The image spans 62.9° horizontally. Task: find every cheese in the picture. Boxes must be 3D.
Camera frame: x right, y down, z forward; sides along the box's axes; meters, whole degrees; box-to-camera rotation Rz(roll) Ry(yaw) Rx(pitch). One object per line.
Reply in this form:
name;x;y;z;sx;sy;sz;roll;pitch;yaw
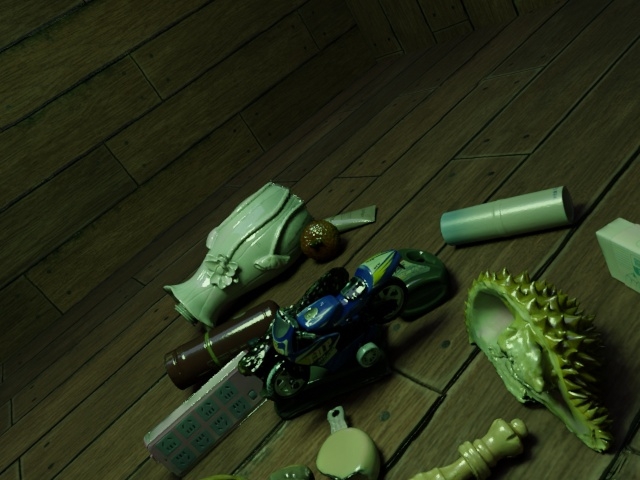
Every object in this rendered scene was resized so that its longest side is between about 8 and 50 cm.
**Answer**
cheese;0.033;0.326;0.814;0.092;0.048;0.171;-37;23;-13

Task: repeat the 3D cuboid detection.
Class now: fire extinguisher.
fire extinguisher;-0.186;0.231;1.226;0.341;0.105;0.141;-27;-8;-1

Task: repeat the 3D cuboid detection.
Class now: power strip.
power strip;-0.212;0.340;1.032;0.279;0.109;0.037;-40;25;-15

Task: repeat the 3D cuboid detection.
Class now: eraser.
eraser;0.479;0.049;0.710;0.052;0.096;0.225;-33;23;1

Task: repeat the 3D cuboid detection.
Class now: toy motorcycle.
toy motorcycle;0.023;0.139;0.889;0.315;0.169;0.113;-37;37;-11

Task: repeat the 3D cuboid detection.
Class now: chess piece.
chess piece;0.194;0.287;0.674;0.172;0.060;0.060;-33;23;-5

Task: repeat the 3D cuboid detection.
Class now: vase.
vase;-0.223;0.054;1.478;0.445;0.250;0.250;-47;26;-17

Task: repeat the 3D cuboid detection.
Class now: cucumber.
cucumber;-0.032;0.154;1.011;0.081;0.072;0.303;3;40;50

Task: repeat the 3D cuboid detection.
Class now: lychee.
lychee;0.000;0.000;1.425;0.114;0.114;0.146;-29;1;11

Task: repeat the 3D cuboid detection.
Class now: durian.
durian;0.293;0.140;0.723;0.167;0.172;0.306;-55;29;12

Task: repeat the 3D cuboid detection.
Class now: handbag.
handbag;0.011;0.209;1.039;0.260;0.079;0.248;-26;26;12

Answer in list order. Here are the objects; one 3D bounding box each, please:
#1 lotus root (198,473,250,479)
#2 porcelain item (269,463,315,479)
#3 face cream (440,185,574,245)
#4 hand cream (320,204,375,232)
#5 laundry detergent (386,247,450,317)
lotus root;-0.156;0.434;0.704;0.154;0.153;0.278;-110;42;-67
porcelain item;-0.023;0.407;0.690;0.069;0.081;0.216;-16;24;-4
face cream;0.372;-0.045;1.062;0.250;0.077;0.077;-12;31;39
hand cream;0.072;-0.054;1.520;0.186;0.054;0.087;-17;31;19
laundry detergent;0.181;0.069;1.097;0.144;0.078;0.222;-29;21;5
